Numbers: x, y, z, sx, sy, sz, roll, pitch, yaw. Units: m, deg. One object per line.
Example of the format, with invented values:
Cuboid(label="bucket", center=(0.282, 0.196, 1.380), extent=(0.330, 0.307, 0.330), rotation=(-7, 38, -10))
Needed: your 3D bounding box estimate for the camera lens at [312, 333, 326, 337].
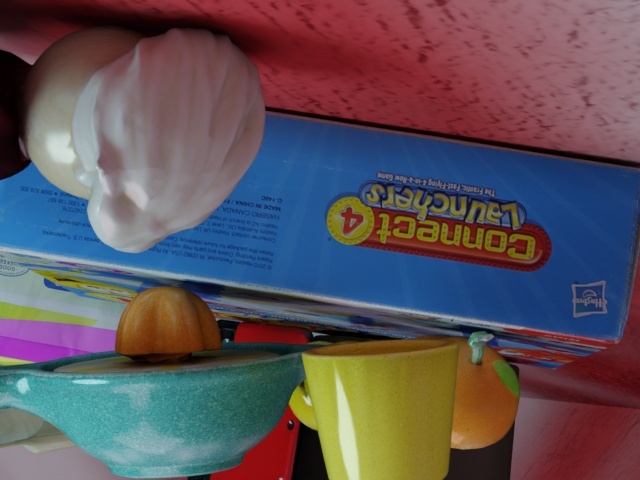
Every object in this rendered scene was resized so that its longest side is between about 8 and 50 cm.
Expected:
Cuboid(label="camera lens", center=(0.027, 0.130, 1.610), extent=(0.219, 0.219, 0.274), rotation=(7, 174, 19))

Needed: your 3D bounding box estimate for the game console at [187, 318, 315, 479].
Cuboid(label="game console", center=(-0.029, 0.124, 1.152), extent=(0.085, 0.144, 0.124), rotation=(8, 174, 23))

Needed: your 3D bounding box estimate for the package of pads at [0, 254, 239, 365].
Cuboid(label="package of pads", center=(-0.177, 0.031, 1.348), extent=(0.229, 0.101, 0.296), rotation=(12, -177, -20))

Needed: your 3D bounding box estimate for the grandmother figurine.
Cuboid(label="grandmother figurine", center=(-0.192, -0.059, 0.766), extent=(0.342, 0.104, 0.208), rotation=(5, -173, 4))

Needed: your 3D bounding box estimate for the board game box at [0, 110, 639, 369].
Cuboid(label="board game box", center=(0.000, 0.000, 1.049), extent=(0.308, 0.086, 0.302), rotation=(9, 174, 3))

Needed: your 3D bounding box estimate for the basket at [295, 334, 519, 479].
Cuboid(label="basket", center=(0.041, 0.177, 1.161), extent=(0.154, 0.227, 0.204), rotation=(8, 175, 5))

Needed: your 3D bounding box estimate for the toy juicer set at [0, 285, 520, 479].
Cuboid(label="toy juicer set", center=(-0.057, 0.064, 0.967), extent=(0.329, 0.089, 0.209), rotation=(-3, -178, 27))
